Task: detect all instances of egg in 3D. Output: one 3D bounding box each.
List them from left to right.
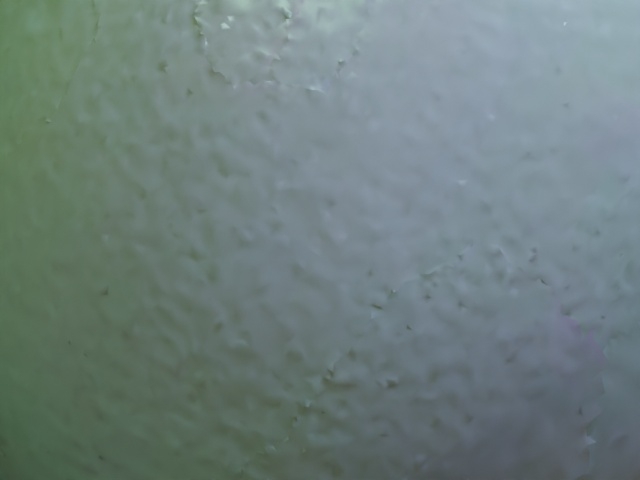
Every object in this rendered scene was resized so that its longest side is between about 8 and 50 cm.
[{"bbox_3d":[0.000,0.000,0.740,0.354,0.354,0.340,12,59,37],"label":"egg"}]
